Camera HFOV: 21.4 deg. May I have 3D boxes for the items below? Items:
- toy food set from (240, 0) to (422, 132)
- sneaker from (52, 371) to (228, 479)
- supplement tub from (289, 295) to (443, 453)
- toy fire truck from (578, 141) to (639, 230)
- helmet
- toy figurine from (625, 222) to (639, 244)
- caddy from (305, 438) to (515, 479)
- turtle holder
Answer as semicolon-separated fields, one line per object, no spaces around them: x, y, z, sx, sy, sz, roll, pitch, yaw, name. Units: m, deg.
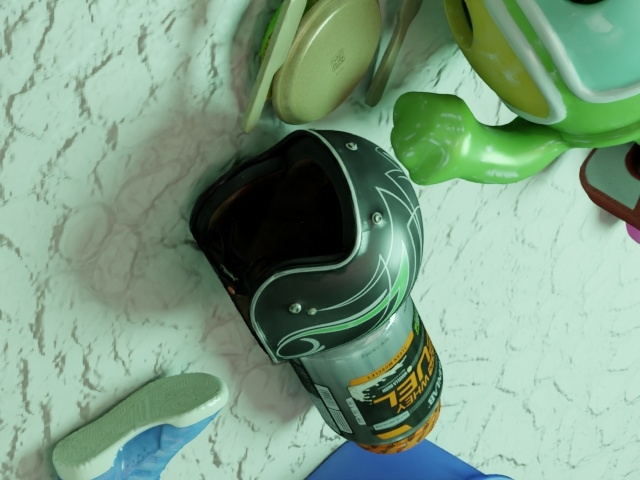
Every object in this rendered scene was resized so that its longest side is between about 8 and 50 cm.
0.001;-0.150;1.291;0.192;0.038;0.132;-16;134;-55;toy food set
-0.136;0.170;1.350;0.152;0.058;0.084;-30;130;-25;sneaker
0.037;0.097;1.443;0.117;0.117;0.190;-45;142;-14;supplement tub
0.390;-0.128;1.552;0.302;0.254;0.169;-53;143;-5;toy fire truck
0.000;0.000;1.293;0.161;0.169;0.169;-32;140;-5;helmet
0.385;-0.037;1.714;0.159;0.173;0.130;-23;121;-20;toy figurine
0.056;0.341;1.598;0.341;0.179;0.241;-43;142;-17;caddy
0.190;-0.198;1.332;0.320;0.243;0.227;-31;141;34;turtle holder
